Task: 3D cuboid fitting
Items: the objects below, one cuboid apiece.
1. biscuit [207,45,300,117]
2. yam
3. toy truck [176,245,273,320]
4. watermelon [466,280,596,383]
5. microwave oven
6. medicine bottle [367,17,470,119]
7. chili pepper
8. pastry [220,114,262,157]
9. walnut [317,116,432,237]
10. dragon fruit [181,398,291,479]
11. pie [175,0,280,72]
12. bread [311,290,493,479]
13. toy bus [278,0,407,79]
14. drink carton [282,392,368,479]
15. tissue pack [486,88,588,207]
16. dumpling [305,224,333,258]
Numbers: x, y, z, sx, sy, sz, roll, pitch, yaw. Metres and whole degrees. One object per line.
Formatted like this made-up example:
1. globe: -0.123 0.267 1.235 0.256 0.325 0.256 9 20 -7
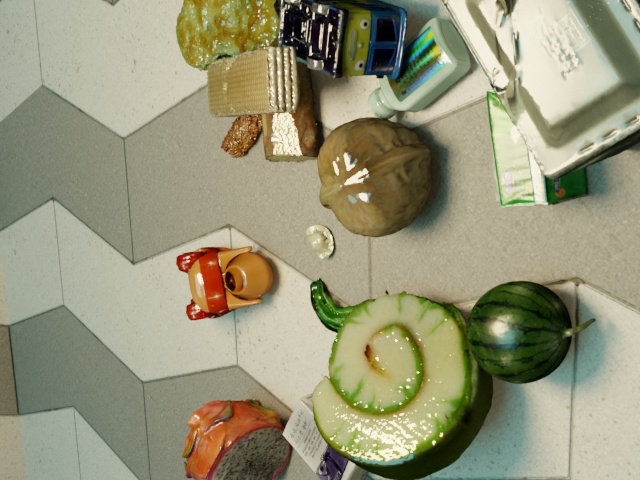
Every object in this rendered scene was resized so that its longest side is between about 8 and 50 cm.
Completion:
1. biscuit: -0.159 -0.346 1.707 0.426 0.078 0.144 -166 72 -64
2. yam: -0.074 -0.299 1.786 0.128 0.129 0.239 -168 73 -68
3. toy truck: -0.242 0.102 2.021 0.265 0.239 0.189 -166 65 -86
4. watermelon: 0.371 0.168 1.404 0.214 0.188 0.188 2 101 47
5. microwave oven: 0.385 -0.349 1.153 0.236 0.374 0.432 -35 79 42
6. medicine bottle: 0.188 -0.329 1.545 0.229 0.083 0.121 -37 65 42
7. chili pepper: 0.073 0.158 1.782 0.278 0.065 0.122 2 104 48
8. pastry: -0.199 -0.275 1.954 0.087 0.063 0.169 57 133 23
9. walnut: 0.105 -0.129 1.574 0.248 0.248 0.249 12 107 43
10. dragon fruit: -0.238 0.540 2.031 0.189 0.290 0.291 34 122 42
11. pie: -0.232 -0.552 1.917 0.371 0.078 0.297 13 109 41
12. bread: 0.155 0.294 1.566 0.381 0.129 0.366 -29 51 10
13. toy bus: 0.037 -0.422 1.559 0.287 0.175 0.138 44 134 54
14. drink carton: 0.023 0.490 1.882 0.222 0.101 0.134 42 128 30
15. tissue pack: 0.363 -0.168 1.363 0.156 0.148 0.209 -2 98 45
16. dumpling: 0.001 0.001 1.840 0.076 0.057 0.052 -115 1 -48
